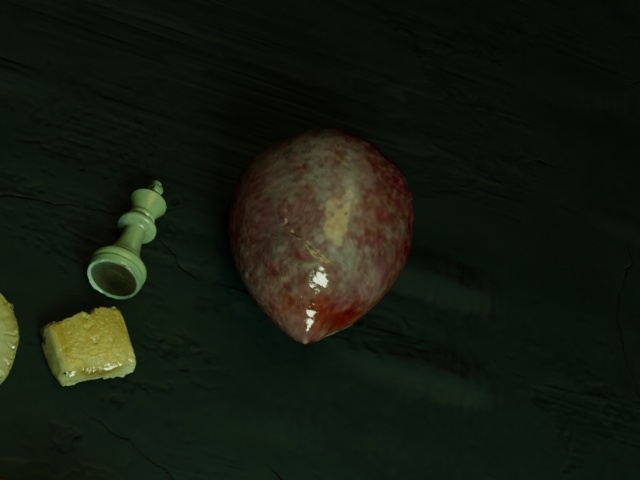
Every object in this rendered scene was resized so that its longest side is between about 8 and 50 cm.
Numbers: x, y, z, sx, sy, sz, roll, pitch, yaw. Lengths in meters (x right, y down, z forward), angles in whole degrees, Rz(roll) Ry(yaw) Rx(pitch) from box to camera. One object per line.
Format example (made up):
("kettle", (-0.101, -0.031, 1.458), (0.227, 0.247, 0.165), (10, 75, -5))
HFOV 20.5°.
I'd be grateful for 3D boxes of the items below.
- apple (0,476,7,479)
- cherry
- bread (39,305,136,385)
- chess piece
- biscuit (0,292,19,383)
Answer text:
("apple", (-0.303, 0.266, 1.498), (0.153, 0.120, 0.153), (11, 43, -10))
("cherry", (0.000, 0.000, 1.815), (0.192, 0.175, 0.249), (29, 51, -23))
("bread", (-0.224, 0.104, 1.714), (0.083, 0.035, 0.070), (-13, 65, -27))
("chess piece", (-0.188, -0.009, 1.801), (0.059, 0.059, 0.149), (28, 43, -8))
("biscuit", (-0.354, 0.086, 1.664), (0.152, 0.020, 0.152), (14, 53, -20))
